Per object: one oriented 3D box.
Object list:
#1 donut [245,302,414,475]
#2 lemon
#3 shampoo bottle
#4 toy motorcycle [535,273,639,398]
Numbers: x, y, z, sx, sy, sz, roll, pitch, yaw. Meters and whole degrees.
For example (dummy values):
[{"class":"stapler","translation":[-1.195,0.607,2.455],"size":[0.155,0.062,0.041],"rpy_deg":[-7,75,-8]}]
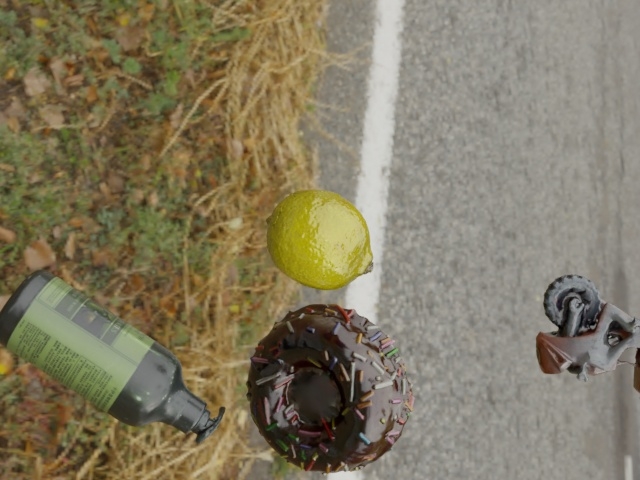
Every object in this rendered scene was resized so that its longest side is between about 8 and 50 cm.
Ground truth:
[{"class":"donut","translation":[0.001,0.197,1.149],"size":[0.089,0.235,0.235],"rpy_deg":[-12,94,-60]},{"class":"lemon","translation":[0.000,0.000,0.973],"size":[0.109,0.133,0.109],"rpy_deg":[25,90,-86]},{"class":"shampoo bottle","translation":[-0.243,0.149,1.040],"size":[0.283,0.101,0.101],"rpy_deg":[34,47,-5]},{"class":"toy motorcycle","translation":[0.336,0.133,1.011],"size":[0.118,0.212,0.084],"rpy_deg":[-58,-179,3]}]
